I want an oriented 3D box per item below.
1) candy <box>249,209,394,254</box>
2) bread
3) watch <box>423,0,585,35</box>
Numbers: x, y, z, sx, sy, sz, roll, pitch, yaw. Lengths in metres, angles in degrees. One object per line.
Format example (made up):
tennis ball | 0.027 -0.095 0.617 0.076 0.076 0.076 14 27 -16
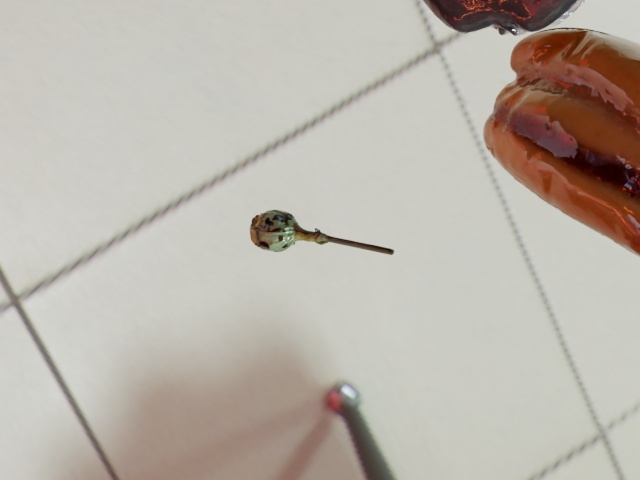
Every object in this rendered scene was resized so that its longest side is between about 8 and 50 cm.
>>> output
candy | 0.000 0.000 1.003 0.025 0.083 0.023 33 72 -61
bread | 0.161 -0.013 0.748 0.200 0.116 0.077 24 94 -37
watch | 0.144 -0.278 1.326 0.196 0.231 0.244 -8 107 15
